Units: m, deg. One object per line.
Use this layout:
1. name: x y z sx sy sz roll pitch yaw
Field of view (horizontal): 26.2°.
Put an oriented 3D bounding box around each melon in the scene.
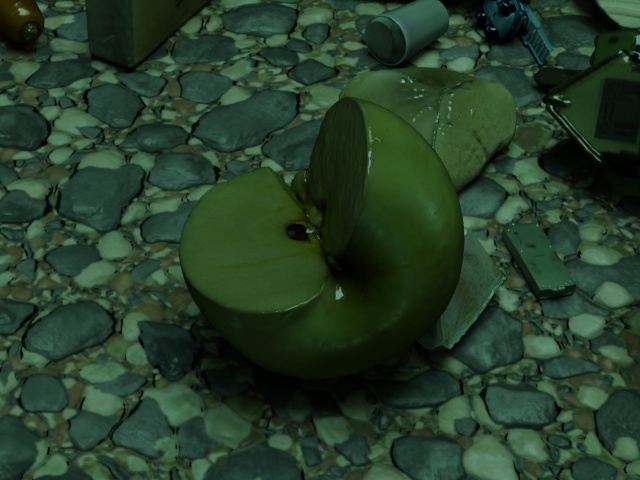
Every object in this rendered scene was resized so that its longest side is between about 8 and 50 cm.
1. melon: 0.150 0.039 1.567 0.139 0.093 0.202 0 47 -18

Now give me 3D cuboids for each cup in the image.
1. cup: 0.113 -0.301 1.960 0.104 0.074 0.116 5 28 44

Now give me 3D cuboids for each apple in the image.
1. apple: 0.017 0.009 1.462 0.295 0.233 0.258 -41 24 6

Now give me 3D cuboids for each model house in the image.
1. model house: 0.365 -0.194 1.786 0.278 0.205 0.218 15 2 36

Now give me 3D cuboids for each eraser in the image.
1. eraser: -0.209 -0.389 1.957 0.078 0.144 0.343 21 45 18

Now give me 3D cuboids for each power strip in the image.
1. power strip: 0.259 0.019 1.650 0.051 0.019 0.136 -11 44 -15

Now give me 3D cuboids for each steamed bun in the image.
1. steamed bun: 0.152 -0.167 1.781 0.212 0.110 0.231 -19 50 -26

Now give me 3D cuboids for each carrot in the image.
1. carrot: -0.457 -0.345 1.938 0.067 0.067 0.225 -24 48 -29

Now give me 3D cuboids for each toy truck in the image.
1. toy truck: 0.281 -0.310 1.991 0.074 0.063 0.136 10 40 -26

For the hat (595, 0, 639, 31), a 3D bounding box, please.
1. hat: 0.498 -0.419 2.079 0.226 0.164 0.219 9 36 -30
